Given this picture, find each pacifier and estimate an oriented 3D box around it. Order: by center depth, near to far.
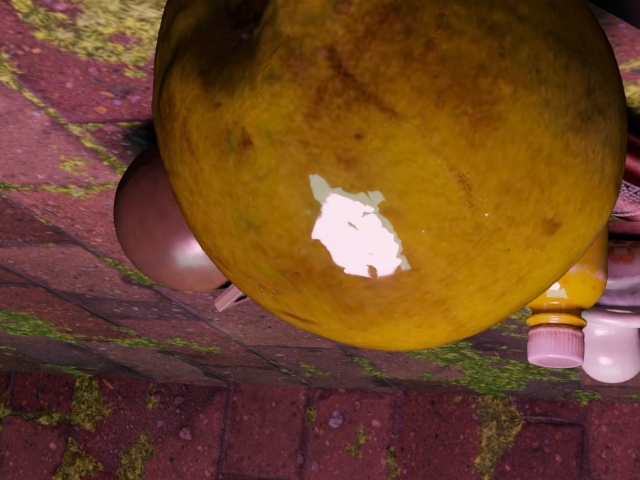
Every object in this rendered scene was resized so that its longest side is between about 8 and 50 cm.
[{"bbox_3d":[0.397,0.106,1.371,0.279,0.227,0.207,3,117,12],"label":"pacifier"}]

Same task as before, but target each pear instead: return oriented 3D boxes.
[{"bbox_3d":[0.048,-0.079,0.760,0.352,0.352,0.413,-6,153,33],"label":"pear"}]

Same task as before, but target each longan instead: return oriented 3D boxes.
[{"bbox_3d":[-0.139,-0.036,1.171,0.220,0.196,0.196,-6,159,22],"label":"longan"}]

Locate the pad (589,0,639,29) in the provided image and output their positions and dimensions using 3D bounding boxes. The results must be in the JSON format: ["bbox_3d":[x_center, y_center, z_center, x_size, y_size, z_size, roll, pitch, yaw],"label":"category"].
[{"bbox_3d":[0.288,-0.227,0.624,0.375,0.063,0.315,28,161,-5],"label":"pad"}]

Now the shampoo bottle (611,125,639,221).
[{"bbox_3d":[0.301,-0.081,1.056,0.323,0.084,0.129,17,161,-32],"label":"shampoo bottle"}]

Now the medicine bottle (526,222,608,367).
[{"bbox_3d":[0.293,0.047,1.232,0.122,0.212,0.122,6,162,2],"label":"medicine bottle"}]

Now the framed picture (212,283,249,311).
[{"bbox_3d":[0.000,0.000,1.200,0.189,0.023,0.260,-40,170,27],"label":"framed picture"}]
